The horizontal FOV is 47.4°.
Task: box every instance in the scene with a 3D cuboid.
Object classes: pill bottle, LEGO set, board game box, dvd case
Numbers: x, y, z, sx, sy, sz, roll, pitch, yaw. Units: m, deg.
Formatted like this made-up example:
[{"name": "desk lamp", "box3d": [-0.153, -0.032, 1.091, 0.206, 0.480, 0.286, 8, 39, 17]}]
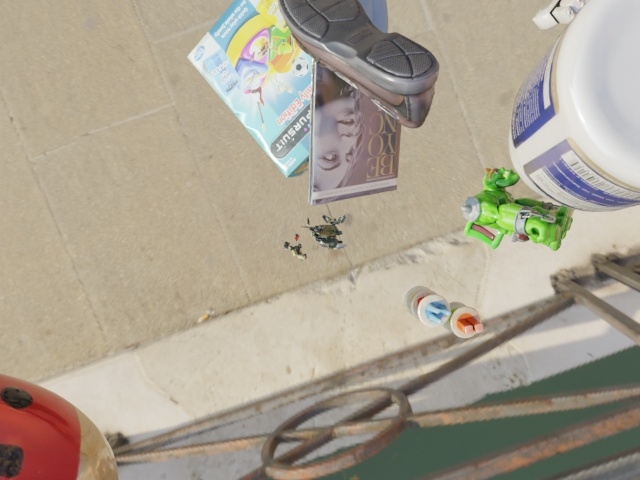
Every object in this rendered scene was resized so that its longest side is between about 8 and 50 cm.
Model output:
[{"name": "pill bottle", "box3d": [0.238, -0.102, 0.587, 0.153, 0.264, 0.153, 0, 88, 4]}, {"name": "LEGO set", "box3d": [0.330, -0.359, 0.842, 0.087, 0.093, 0.227, 38, 88, -27]}, {"name": "board game box", "box3d": [0.078, -0.391, 1.294, 0.033, 0.169, 0.133, 3, 107, 24]}, {"name": "board game box", "box3d": [-0.074, -0.336, 1.464, 0.254, 0.079, 0.336, -43, 80, 23]}, {"name": "LEGO set", "box3d": [-0.002, -0.001, 0.774, 0.083, 0.054, 0.023, -19, 137, -24]}, {"name": "dvd case", "box3d": [0.056, -0.171, 1.109, 0.164, 0.018, 0.221, -12, 117, -31]}]

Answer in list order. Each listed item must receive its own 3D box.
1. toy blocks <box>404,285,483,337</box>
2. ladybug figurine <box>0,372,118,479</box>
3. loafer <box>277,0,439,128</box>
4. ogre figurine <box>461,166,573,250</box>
[{"name": "toy blocks", "box3d": [0.206, 0.121, 1.163, 0.123, 0.148, 0.054, 24, 92, -7]}, {"name": "ladybug figurine", "box3d": [-0.473, 0.304, 0.957, 0.449, 0.305, 0.162, 16, 144, -29]}, {"name": "loafer", "box3d": [0.040, -0.253, 0.992, 0.109, 0.302, 0.095, -30, 142, -21]}, {"name": "ogre figurine", "box3d": [0.240, -0.031, 0.884, 0.118, 0.197, 0.097, 17, 122, 20]}]
